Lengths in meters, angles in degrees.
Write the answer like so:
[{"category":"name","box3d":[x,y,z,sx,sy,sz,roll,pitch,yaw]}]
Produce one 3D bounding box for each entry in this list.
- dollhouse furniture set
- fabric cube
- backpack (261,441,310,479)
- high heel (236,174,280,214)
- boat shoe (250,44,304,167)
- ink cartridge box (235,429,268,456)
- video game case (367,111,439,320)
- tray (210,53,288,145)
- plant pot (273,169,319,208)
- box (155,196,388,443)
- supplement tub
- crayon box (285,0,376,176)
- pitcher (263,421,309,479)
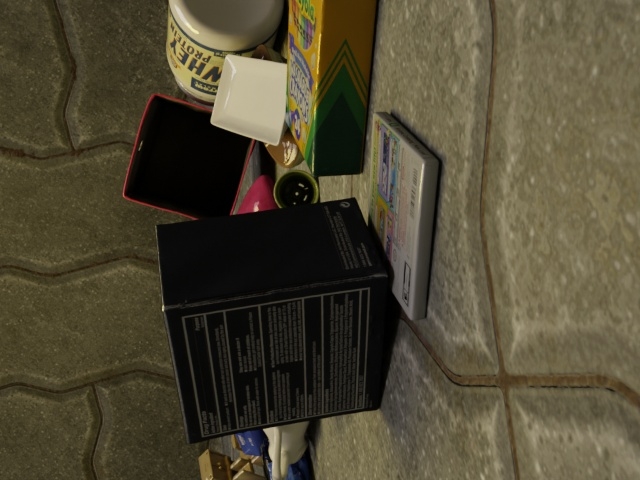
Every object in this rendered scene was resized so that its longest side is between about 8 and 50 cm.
[{"category":"dollhouse furniture set","box3d":[-0.182,0.569,2.228,0.242,0.161,0.212,-46,37,20]},{"category":"fabric cube","box3d":[-0.305,-0.193,2.016,0.258,0.259,0.254,-127,55,-82]},{"category":"backpack","box3d":[-0.074,0.498,1.808,0.120,0.101,0.098,-104,-2,-48]},{"category":"high heel","box3d":[-0.157,-0.056,1.940,0.377,0.127,0.181,1,102,63]},{"category":"boat shoe","box3d":[-0.062,-0.257,1.593,0.104,0.089,0.285,-43,51,40]},{"category":"ink cartridge box","box3d":[-0.122,0.357,1.828,0.207,0.046,0.097,-61,-35,-46]},{"category":"video game case","box3d":[0.101,-0.036,1.074,0.193,0.023,0.212,-120,27,-60]},{"category":"tray","box3d":[-0.121,-0.267,1.572,0.270,0.030,0.145,25,104,53]},{"category":"plant pot","box3d":[-0.044,-0.090,1.576,0.079,0.083,0.083,-105,11,-88]},{"category":"box","box3d":[-0.072,0.115,1.210,0.182,0.294,0.296,-109,15,-47]},{"category":"supplement tub","box3d":[-0.214,-0.449,1.808,0.325,0.235,0.235,123,141,-69]},{"category":"crayon box","box3d":[0.010,-0.284,1.249,0.203,0.083,0.323,-114,24,-55]},{"category":"pitcher","box3d":[-0.077,0.372,1.711,0.177,0.126,0.207,-79,-13,-60]}]
